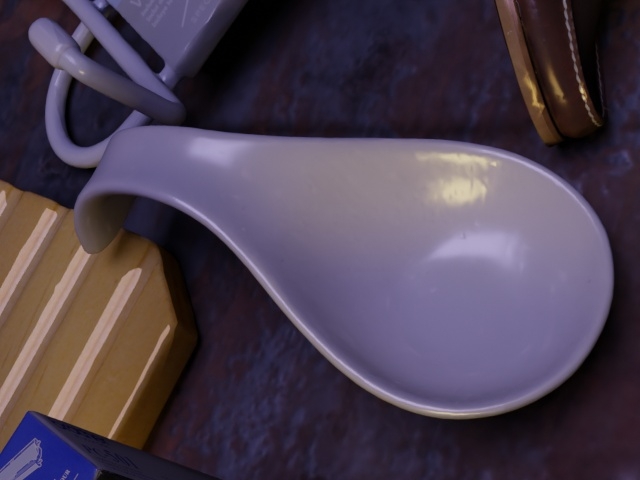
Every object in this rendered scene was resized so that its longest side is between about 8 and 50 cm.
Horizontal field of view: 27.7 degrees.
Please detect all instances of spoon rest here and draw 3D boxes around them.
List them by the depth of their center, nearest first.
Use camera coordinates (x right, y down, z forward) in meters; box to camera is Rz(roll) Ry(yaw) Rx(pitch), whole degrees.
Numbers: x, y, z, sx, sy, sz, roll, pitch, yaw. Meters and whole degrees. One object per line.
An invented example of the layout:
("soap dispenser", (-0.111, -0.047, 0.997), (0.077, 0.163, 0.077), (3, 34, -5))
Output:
("spoon rest", (0.000, 0.000, 0.616), (0.276, 0.084, 0.137), (14, 66, 21))

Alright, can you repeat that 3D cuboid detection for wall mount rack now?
("wall mount rack", (-0.113, -0.231, 0.736), (0.350, 0.130, 0.304), (-54, 47, 11))

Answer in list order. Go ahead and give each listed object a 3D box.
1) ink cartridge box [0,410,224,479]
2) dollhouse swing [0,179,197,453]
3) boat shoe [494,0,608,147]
("ink cartridge box", (-0.072, 0.144, 0.541), (0.046, 0.207, 0.097), (30, 85, 33))
("dollhouse swing", (-0.289, 0.091, 0.644), (0.347, 0.315, 0.305), (20, 91, 32))
("boat shoe", (0.111, -0.152, 0.624), (0.073, 0.073, 0.207), (-14, 88, 17))
